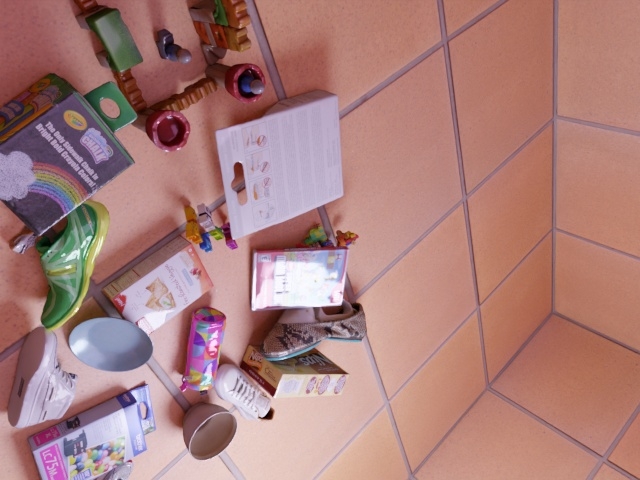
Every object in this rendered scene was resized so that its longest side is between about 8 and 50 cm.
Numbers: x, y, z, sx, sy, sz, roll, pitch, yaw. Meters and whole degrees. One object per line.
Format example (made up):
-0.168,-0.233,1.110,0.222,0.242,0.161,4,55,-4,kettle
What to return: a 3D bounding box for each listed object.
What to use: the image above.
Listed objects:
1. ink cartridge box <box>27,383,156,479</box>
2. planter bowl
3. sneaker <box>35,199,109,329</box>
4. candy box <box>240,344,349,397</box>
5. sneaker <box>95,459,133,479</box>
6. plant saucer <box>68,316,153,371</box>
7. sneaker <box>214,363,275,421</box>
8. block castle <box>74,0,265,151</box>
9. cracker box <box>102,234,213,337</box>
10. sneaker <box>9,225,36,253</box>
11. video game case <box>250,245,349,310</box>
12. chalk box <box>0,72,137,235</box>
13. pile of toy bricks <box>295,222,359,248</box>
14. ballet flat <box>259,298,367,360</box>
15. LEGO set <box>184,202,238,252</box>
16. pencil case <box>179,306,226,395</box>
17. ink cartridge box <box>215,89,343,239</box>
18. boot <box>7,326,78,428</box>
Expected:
-0.572,0.519,1.427,0.311,0.065,0.186,-22,125,-37,ink cartridge box
-0.342,0.550,1.626,0.162,0.109,0.162,-21,125,-35,planter bowl
-0.555,0.046,1.183,0.123,0.109,0.296,17,95,-32,sneaker
-0.077,0.418,1.758,0.316,0.182,0.088,16,100,-47,candy box
-0.572,0.700,1.493,0.088,0.092,0.225,29,89,-48,sneaker
-0.500,0.242,1.322,0.194,0.037,0.195,-3,128,-4,plant saucer
-0.219,0.468,1.678,0.106,0.123,0.290,-67,148,-31,sneaker
-0.300,-0.438,1.081,0.303,0.212,0.454,-38,132,-24,block castle
-0.401,0.118,1.377,0.232,0.067,0.156,-38,132,-23,cracker box
-0.608,-0.007,1.146,0.083,0.032,0.037,-44,149,-12,sneaker
-0.063,0.114,1.634,0.284,0.025,0.204,-2,119,-15,video game case
-0.491,-0.187,1.036,0.289,0.179,0.180,-42,133,-14,chalk box
0.000,0.000,1.696,0.212,0.118,0.105,-26,100,-13,pile of toy bricks
-0.017,0.264,1.785,0.482,0.163,0.182,1,88,-50,ballet flat
-0.293,-0.041,1.386,0.086,0.093,0.227,-19,161,4,LEGO set
-0.326,0.306,1.526,0.104,0.104,0.237,-1,110,-44,pencil case
-0.111,-0.210,1.481,0.384,0.091,0.308,-24,126,-30,ink cartridge box
-0.620,0.307,1.259,0.123,0.095,0.259,5,115,-51,boot
